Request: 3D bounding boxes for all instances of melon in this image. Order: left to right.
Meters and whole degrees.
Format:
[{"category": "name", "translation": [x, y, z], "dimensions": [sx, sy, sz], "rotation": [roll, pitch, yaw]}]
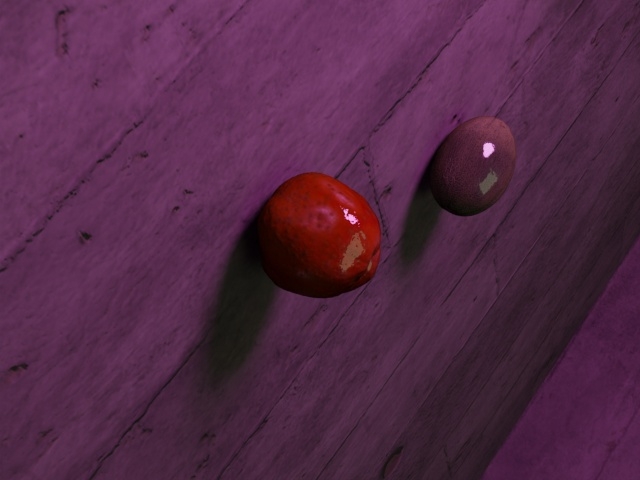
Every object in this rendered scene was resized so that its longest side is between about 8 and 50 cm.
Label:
[{"category": "melon", "translation": [0.188, -0.091, 1.108], "dimensions": [0.130, 0.098, 0.098], "rotation": [-57, 153, -8]}]

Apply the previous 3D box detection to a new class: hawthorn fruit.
[{"category": "hawthorn fruit", "translation": [0.000, 0.000, 0.848], "dimensions": [0.128, 0.128, 0.128], "rotation": [-41, 147, -34]}]
